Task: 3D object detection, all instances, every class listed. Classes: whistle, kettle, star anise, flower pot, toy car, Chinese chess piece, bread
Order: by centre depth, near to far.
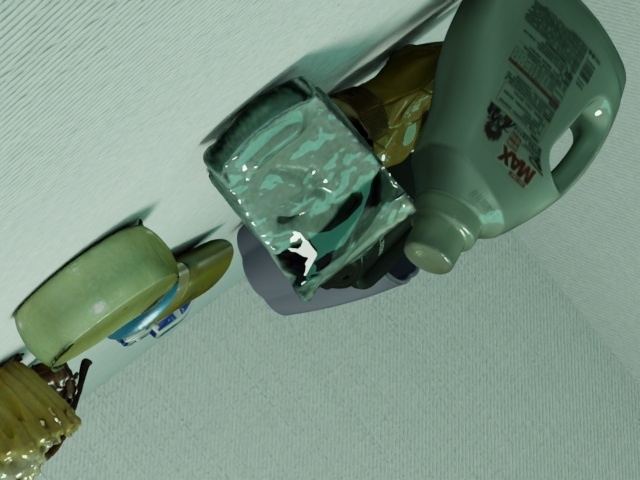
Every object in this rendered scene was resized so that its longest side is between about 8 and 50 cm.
[{"bbox_3d":[-0.244,0.060,1.720,0.188,0.083,0.188,-36,176,-3],"label":"Chinese chess piece"},{"bbox_3d":[-0.012,-0.055,1.735,0.168,0.188,0.405,-39,177,1],"label":"whistle"},{"bbox_3d":[-0.439,0.277,2.027,0.274,0.149,0.274,-38,172,-7],"label":"bread"},{"bbox_3d":[-0.431,0.266,2.286,0.220,0.126,0.190,-36,175,11],"label":"star anise"},{"bbox_3d":[0.095,-0.068,2.423,0.308,0.262,0.203,-40,-161,-32],"label":"kettle"},{"bbox_3d":[-0.265,0.116,2.592,0.170,0.070,0.080,-38,177,-16],"label":"toy car"},{"bbox_3d":[0.000,0.000,2.677,0.243,0.265,0.265,-26,-177,21],"label":"flower pot"}]

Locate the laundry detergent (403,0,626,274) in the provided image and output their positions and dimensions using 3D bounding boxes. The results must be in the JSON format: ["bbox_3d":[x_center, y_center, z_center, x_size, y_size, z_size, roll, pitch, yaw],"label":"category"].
[{"bbox_3d":[0.224,-0.123,1.931,0.124,0.264,0.398,-9,-135,51],"label":"laundry detergent"}]

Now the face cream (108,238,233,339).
[{"bbox_3d":[-0.224,0.069,2.348,0.139,0.067,0.285,-42,177,18],"label":"face cream"}]

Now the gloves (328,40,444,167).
[{"bbox_3d":[0.132,-0.180,2.050,0.331,0.154,0.141,-26,-167,-32],"label":"gloves"}]
